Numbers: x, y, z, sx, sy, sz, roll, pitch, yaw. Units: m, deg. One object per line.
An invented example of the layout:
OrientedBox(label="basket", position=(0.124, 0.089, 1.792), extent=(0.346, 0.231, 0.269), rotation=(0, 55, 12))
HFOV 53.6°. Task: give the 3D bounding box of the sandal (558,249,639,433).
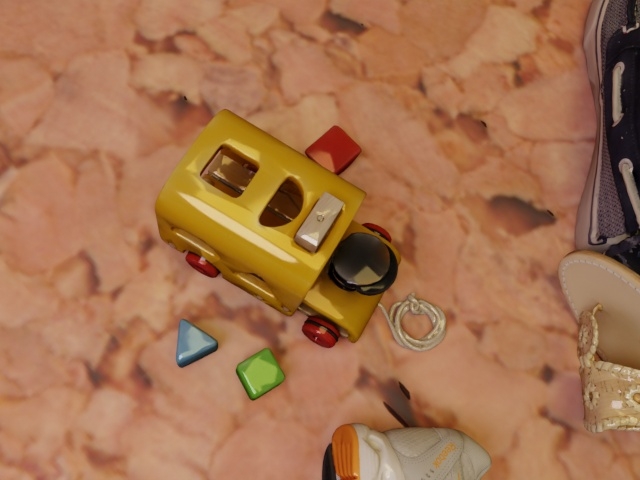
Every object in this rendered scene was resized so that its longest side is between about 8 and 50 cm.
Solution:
OrientedBox(label="sandal", position=(0.229, 0.124, 0.450), extent=(0.079, 0.088, 0.240), rotation=(-30, 85, -23))

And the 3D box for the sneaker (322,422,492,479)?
OrientedBox(label="sneaker", position=(0.080, 0.241, 0.384), extent=(0.121, 0.099, 0.262), rotation=(-2, 74, -15))

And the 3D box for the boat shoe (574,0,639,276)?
OrientedBox(label="boat shoe", position=(0.301, -0.131, 0.507), extent=(0.127, 0.158, 0.340), rotation=(13, 71, -6))

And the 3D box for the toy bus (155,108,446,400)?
OrientedBox(label="toy bus", position=(-0.013, -0.002, 0.439), extent=(0.202, 0.104, 0.190), rotation=(-13, 75, -13))
